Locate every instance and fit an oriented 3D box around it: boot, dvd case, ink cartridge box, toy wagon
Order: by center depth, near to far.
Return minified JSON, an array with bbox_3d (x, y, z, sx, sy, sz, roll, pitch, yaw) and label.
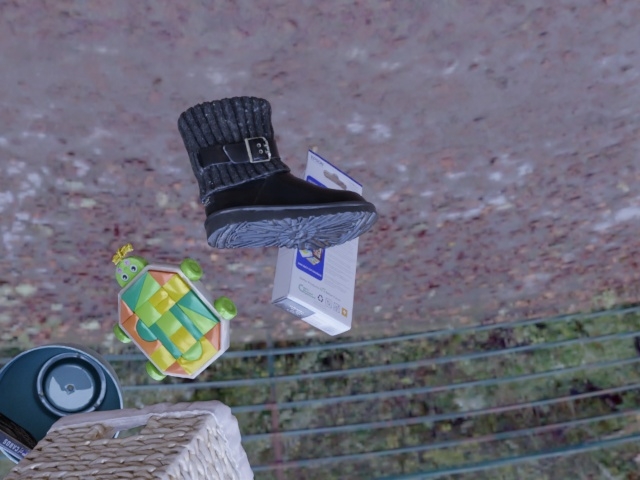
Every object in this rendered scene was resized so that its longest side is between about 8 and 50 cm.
[{"bbox_3d":[-0.072,-0.126,1.492,0.348,0.260,0.131,0,152,-30],"label":"boot"},{"bbox_3d":[-0.631,0.383,1.657,0.179,0.029,0.239,24,159,46],"label":"dvd case"},{"bbox_3d":[0.000,0.000,1.754,0.175,0.371,0.069,32,142,-33],"label":"ink cartridge box"},{"bbox_3d":[-0.370,0.158,1.930,0.267,0.344,0.068,-41,-179,19],"label":"toy wagon"}]

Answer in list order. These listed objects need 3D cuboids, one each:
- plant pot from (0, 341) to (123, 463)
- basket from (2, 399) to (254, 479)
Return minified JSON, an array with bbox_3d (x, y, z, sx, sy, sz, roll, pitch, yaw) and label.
[{"bbox_3d":[-0.590,0.360,1.910,0.293,0.293,0.196,-4,-172,-5],"label":"plant pot"},{"bbox_3d":[-0.278,0.445,1.220,0.328,0.331,0.266,-10,-164,23],"label":"basket"}]
